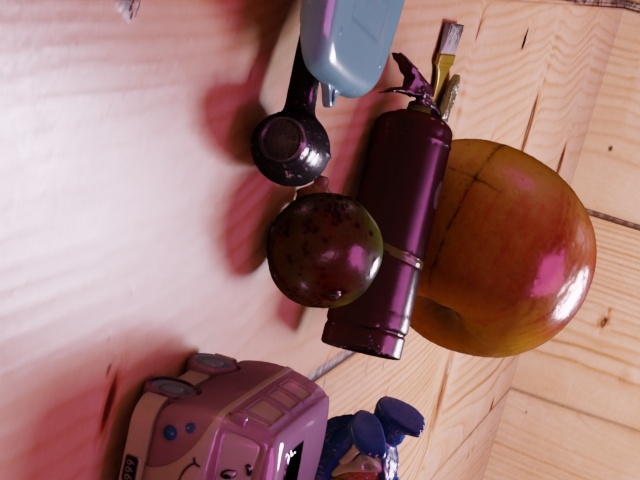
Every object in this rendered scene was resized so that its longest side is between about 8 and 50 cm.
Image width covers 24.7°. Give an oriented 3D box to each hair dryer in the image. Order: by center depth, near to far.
[{"bbox_3d":[-0.009,-0.156,1.362,0.195,0.075,0.219,15,85,-84],"label":"hair dryer"}]

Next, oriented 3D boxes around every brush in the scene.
[{"bbox_3d":[0.147,-0.186,1.920,0.083,0.011,0.205,-19,126,-72],"label":"brush"}]

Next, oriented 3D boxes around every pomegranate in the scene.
[{"bbox_3d":[-0.001,0.006,1.468,0.130,0.130,0.130,18,90,-74],"label":"pomegranate"}]

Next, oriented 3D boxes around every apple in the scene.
[{"bbox_3d":[0.203,0.013,1.838,0.233,0.286,0.286,-61,161,-25],"label":"apple"}]

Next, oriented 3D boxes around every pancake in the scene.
[{"bbox_3d":[0.168,-0.173,1.972,0.108,0.017,0.108,17,90,-81],"label":"pancake"}]

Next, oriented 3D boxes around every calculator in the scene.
[{"bbox_3d":[0.047,-0.306,1.300,0.256,0.054,0.386,16,86,-74],"label":"calculator"}]

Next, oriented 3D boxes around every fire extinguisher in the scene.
[{"bbox_3d":[0.075,-0.040,1.685,0.141,0.105,0.341,21,80,-53],"label":"fire extinguisher"}]

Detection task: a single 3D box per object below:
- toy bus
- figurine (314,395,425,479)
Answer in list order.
[{"bbox_3d":[-0.087,0.191,1.312,0.202,0.142,0.142,-25,132,-69],"label":"toy bus"},{"bbox_3d":[0.026,0.306,1.893,0.164,0.121,0.262,8,125,-49],"label":"figurine"}]
